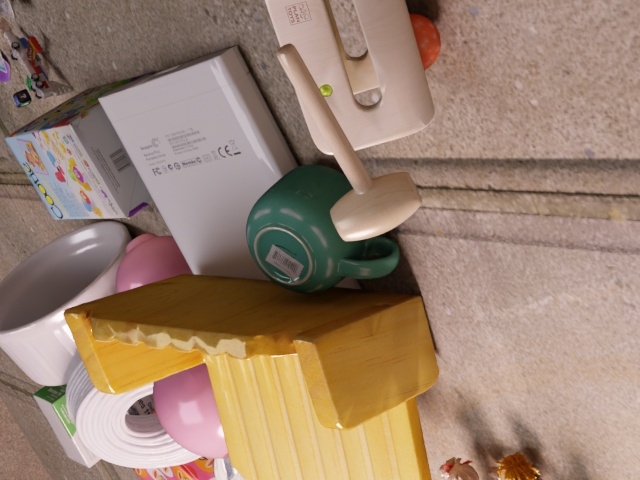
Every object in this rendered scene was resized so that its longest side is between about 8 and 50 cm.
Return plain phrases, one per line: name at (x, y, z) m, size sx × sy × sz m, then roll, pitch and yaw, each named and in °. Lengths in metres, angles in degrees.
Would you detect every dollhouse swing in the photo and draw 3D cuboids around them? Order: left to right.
dollhouse swing at (-0.069, 0.211, 1.494) m, size 0.347 × 0.315 × 0.304 m, roll 5°, pitch 102°, yaw 33°

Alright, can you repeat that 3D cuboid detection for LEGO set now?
LEGO set at (-0.458, -0.309, 1.937) m, size 0.182 × 0.060 × 0.244 m, roll 27°, pitch 137°, yaw 53°

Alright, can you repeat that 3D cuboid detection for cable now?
cable at (-0.258, 0.249, 1.985) m, size 0.089 × 0.257 × 0.257 m, roll -113°, pitch 0°, yaw -47°

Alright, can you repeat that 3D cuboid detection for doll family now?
doll family at (0.240, 0.326, 1.454) m, size 0.263 × 0.118 × 0.163 m, roll 54°, pitch 168°, yaw 46°

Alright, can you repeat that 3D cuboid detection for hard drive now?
hard drive at (-0.107, -0.048, 1.567) m, size 0.233 × 0.047 × 0.353 m, roll -10°, pitch 113°, yaw 44°

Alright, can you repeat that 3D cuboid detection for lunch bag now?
lunch bag at (-0.224, 0.438, 2.345) m, size 0.258 × 0.120 × 0.293 m, roll 45°, pitch 153°, yaw 18°

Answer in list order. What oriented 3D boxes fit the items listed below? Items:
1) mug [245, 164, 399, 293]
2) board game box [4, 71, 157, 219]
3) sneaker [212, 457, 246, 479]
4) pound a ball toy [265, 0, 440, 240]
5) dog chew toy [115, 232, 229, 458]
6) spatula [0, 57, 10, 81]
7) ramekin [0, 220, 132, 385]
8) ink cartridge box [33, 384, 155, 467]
mug at (-0.007, -0.007, 1.414) m, size 0.158 × 0.097 × 0.129 m, roll -7°, pitch 115°, yaw 38°
board game box at (-0.295, -0.123, 1.750) m, size 0.275 × 0.142 × 0.144 m, roll 1°, pitch 124°, yaw 59°
sneaker at (-0.074, 0.410, 2.108) m, size 0.122 × 0.110 × 0.283 m, roll 1°, pitch 127°, yaw 38°
pound a ball toy at (0.030, -0.188, 1.083) m, size 0.208 × 0.136 × 0.319 m, roll -98°, pitch -11°, yaw -60°
dog chew toy at (-0.174, 0.136, 1.814) m, size 0.331 × 0.207 × 0.206 m, roll 58°, pitch 156°, yaw 11°
spatula at (-0.610, -0.371, 2.114) m, size 0.296 × 0.030 × 0.084 m, roll 49°, pitch 156°, yaw 10°
ramekin at (-0.392, 0.104, 2.058) m, size 0.277 × 0.277 × 0.135 m, roll 13°, pitch 140°, yaw 55°
ink cartridge box at (-0.391, 0.287, 2.344) m, size 0.087 × 0.208 × 0.153 m, roll 9°, pitch 130°, yaw 53°
